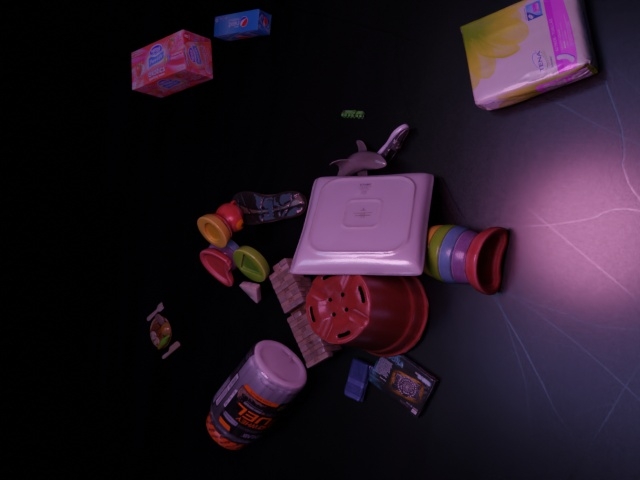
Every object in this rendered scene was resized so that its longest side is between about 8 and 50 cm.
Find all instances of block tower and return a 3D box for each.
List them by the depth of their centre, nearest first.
[{"bbox_3d":[-0.048,0.222,1.962,0.091,0.097,0.335,-36,66,30],"label":"block tower"}]

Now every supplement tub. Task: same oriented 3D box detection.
[{"bbox_3d":[-0.211,0.496,2.002,0.207,0.207,0.338,49,117,27],"label":"supplement tub"}]

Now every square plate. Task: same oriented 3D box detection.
[{"bbox_3d":[0.112,-0.058,1.668,0.347,0.049,0.344,0,52,18],"label":"square plate"}]

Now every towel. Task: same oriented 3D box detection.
[{"bbox_3d":[0.111,0.413,1.875,0.067,0.029,0.119,20,101,35],"label":"towel"}]

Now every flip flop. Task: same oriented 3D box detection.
[{"bbox_3d":[-0.168,-0.112,2.077,0.277,0.080,0.112,-5,88,21],"label":"flip flop"}]

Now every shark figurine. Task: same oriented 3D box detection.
[{"bbox_3d":[0.066,-0.192,1.867,0.278,0.116,0.166,-51,50,36],"label":"shark figurine"}]

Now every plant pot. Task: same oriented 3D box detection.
[{"bbox_3d":[0.115,0.180,1.716,0.272,0.265,0.272,-7,78,34],"label":"plant pot"}]

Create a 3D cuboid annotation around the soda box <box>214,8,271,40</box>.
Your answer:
[{"bbox_3d":[-0.270,-0.739,2.173,0.210,0.067,0.071,6,92,37],"label":"soda box"}]

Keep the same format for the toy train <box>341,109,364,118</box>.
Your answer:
[{"bbox_3d":[0.099,-0.385,1.919,0.083,0.017,0.024,12,86,36],"label":"toy train"}]

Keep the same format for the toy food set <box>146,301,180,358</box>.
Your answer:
[{"bbox_3d":[-0.616,0.348,2.412,0.132,0.038,0.192,-42,65,28],"label":"toy food set"}]

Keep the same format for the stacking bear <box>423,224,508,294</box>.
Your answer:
[{"bbox_3d":[0.317,0.029,1.663,0.289,0.164,0.175,12,96,41],"label":"stacking bear"}]

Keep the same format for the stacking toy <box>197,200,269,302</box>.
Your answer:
[{"bbox_3d":[-0.258,0.035,2.073,0.279,0.130,0.309,35,146,12],"label":"stacking toy"}]

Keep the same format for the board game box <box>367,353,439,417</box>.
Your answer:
[{"bbox_3d":[0.232,0.394,1.787,0.186,0.026,0.126,34,108,33],"label":"board game box"}]

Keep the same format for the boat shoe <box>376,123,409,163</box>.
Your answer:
[{"bbox_3d":[0.213,-0.271,1.812,0.142,0.049,0.040,-50,59,33],"label":"boat shoe"}]

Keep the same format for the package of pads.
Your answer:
[{"bbox_3d":[0.512,-0.469,1.562,0.296,0.101,0.229,-14,79,36],"label":"package of pads"}]

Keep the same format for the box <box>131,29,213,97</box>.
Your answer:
[{"bbox_3d":[-0.552,-0.648,2.333,0.300,0.142,0.154,-7,84,36],"label":"box"}]
